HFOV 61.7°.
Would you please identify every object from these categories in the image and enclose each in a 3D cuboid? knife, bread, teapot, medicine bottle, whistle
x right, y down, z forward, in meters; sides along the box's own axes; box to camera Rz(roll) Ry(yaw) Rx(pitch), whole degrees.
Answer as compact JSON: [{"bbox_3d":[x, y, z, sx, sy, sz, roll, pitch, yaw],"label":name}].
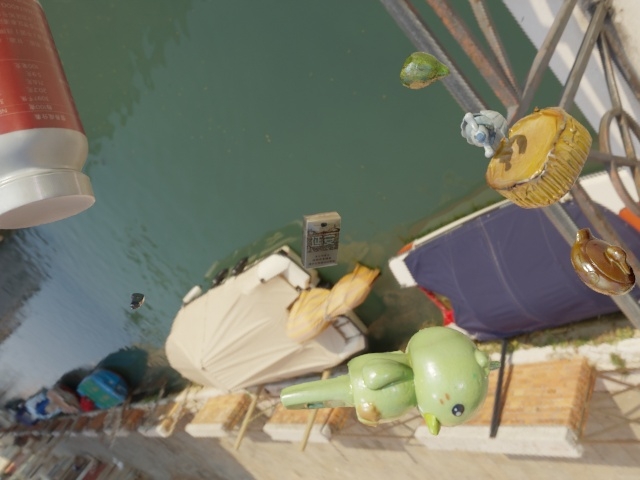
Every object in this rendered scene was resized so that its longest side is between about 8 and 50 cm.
[{"bbox_3d":[-0.435,0.143,1.265,0.031,0.018,0.121,5,-176,-13],"label":"knife"},{"bbox_3d":[0.432,-0.158,1.056,0.104,0.199,0.199,31,148,-21],"label":"bread"},{"bbox_3d":[0.495,0.034,0.935,0.129,0.098,0.078,63,151,32],"label":"teapot"},{"bbox_3d":[-0.338,-0.147,0.583,0.131,0.131,0.250,-23,86,51],"label":"medicine bottle"},{"bbox_3d":[0.102,0.208,0.722,0.141,0.294,0.141,159,90,-85],"label":"whistle"}]

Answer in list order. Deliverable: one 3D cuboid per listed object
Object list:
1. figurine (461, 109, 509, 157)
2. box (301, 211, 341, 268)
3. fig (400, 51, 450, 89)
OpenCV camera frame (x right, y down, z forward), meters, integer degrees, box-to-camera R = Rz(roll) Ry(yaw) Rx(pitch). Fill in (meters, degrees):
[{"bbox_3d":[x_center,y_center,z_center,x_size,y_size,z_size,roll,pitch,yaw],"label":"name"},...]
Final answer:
[{"bbox_3d":[0.311,-0.210,1.020,0.094,0.086,0.082,43,116,-16],"label":"figurine"},{"bbox_3d":[0.000,0.000,0.796,0.024,0.053,0.083,-123,30,-53],"label":"box"},{"bbox_3d":[0.350,-0.558,1.786,0.156,0.123,0.123,19,143,9],"label":"fig"}]
